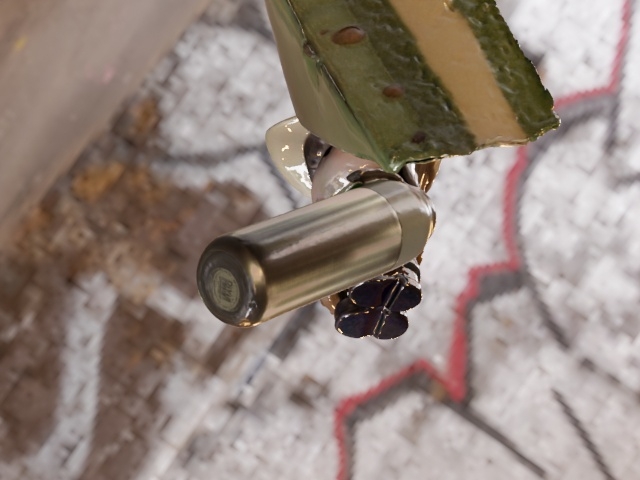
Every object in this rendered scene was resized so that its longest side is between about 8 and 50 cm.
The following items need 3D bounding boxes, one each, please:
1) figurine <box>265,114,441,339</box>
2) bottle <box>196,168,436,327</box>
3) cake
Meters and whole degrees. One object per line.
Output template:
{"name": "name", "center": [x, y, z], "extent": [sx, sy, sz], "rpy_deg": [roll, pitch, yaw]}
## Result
{"name": "figurine", "center": [0.071, -0.042, 2.132], "extent": [0.204, 0.332, 0.185], "rpy_deg": [-5, 143, -24]}
{"name": "bottle", "center": [0.000, 0.000, 1.526], "extent": [0.253, 0.096, 0.079], "rpy_deg": [-20, 173, -46]}
{"name": "cake", "center": [0.072, -0.107, 1.357], "extent": [0.158, 0.284, 0.172], "rpy_deg": [-18, 137, -8]}
